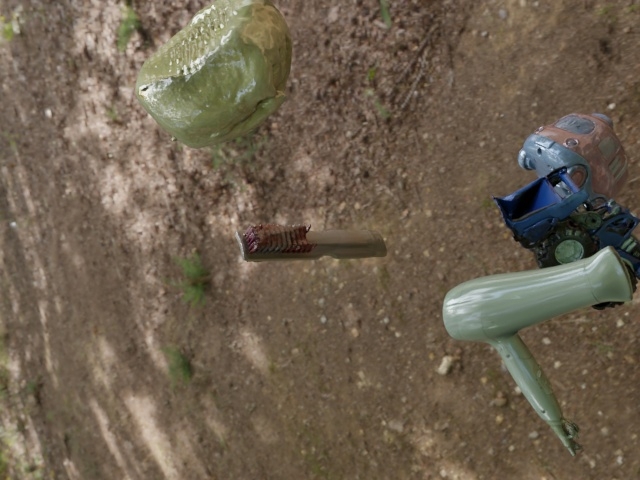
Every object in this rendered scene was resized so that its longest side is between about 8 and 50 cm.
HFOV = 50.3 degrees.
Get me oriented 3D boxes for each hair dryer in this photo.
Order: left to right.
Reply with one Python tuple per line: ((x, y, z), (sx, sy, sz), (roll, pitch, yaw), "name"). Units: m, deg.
((0.270, 0.138, 0.772), (0.206, 0.075, 0.237), (-18, 100, 34), "hair dryer")

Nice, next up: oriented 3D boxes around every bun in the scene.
((-0.132, -0.220, 0.916), (0.229, 0.229, 0.145), (8, 147, 51), "bun")

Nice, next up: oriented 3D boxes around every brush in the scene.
((0.000, 0.000, 1.217), (0.050, 0.321, 0.060), (-43, 58, 43), "brush")

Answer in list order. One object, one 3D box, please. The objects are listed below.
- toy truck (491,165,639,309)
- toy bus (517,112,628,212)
((0.340, -0.014, 0.914), (0.208, 0.113, 0.126), (31, 112, -10), "toy truck")
((0.690, -0.210, 1.798), (0.294, 0.232, 0.197), (45, 180, -33), "toy bus")
